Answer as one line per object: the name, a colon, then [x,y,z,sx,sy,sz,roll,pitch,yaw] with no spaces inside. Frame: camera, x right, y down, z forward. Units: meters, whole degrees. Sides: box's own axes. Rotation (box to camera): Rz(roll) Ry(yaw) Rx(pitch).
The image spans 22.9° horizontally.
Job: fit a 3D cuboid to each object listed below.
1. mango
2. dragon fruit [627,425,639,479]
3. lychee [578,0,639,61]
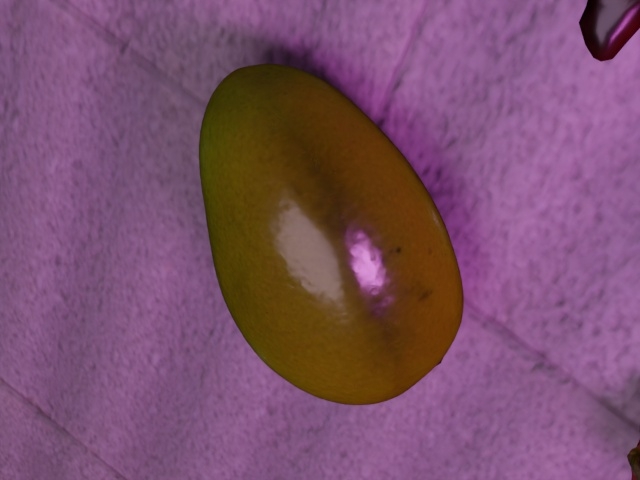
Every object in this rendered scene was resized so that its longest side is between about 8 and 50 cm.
mango: [0.007,0.004,1.167,0.185,0.149,0.273,13,130,40]
dragon fruit: [0.261,0.164,1.140,0.116,0.086,0.081,58,-178,-7]
lychee: [0.168,-0.279,0.470,0.424,0.424,0.500,30,130,19]
